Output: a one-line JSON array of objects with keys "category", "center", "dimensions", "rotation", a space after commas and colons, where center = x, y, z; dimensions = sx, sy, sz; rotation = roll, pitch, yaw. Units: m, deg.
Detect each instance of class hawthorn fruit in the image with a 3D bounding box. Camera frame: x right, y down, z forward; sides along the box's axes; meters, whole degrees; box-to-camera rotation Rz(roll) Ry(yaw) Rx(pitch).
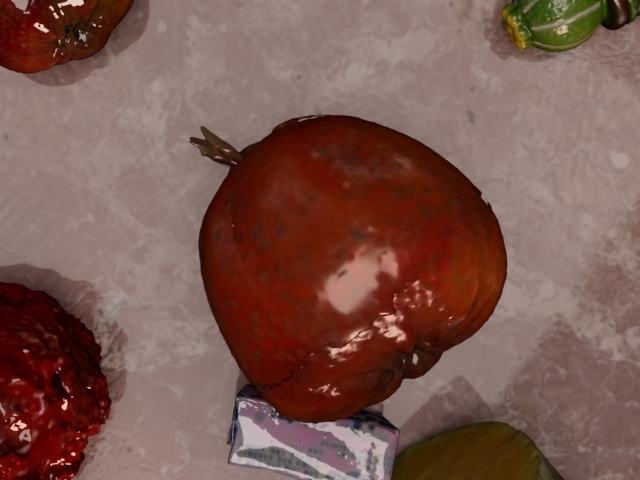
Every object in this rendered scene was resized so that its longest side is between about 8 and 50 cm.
[{"category": "hawthorn fruit", "center": [0.000, 0.000, 1.068], "dimensions": [0.276, 0.276, 0.307], "rotation": [-42, 82, 0]}, {"category": "hawthorn fruit", "center": [-0.272, -0.260, 1.101], "dimensions": [0.163, 0.162, 0.203], "rotation": [-34, 76, -1]}]

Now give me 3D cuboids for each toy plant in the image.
[{"category": "toy plant", "center": [0.253, -0.236, 1.143], "dimensions": [0.162, 0.093, 0.092], "rotation": [-27, 94, -1]}]

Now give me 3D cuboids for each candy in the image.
[{"category": "candy", "center": [-0.009, 0.190, 1.148], "dimensions": [0.160, 0.092, 0.073], "rotation": [13, 90, -3]}]

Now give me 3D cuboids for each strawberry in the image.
[{"category": "strawberry", "center": [-0.300, 0.165, 1.081], "dimensions": [0.220, 0.274, 0.274], "rotation": [0, 93, -40]}]

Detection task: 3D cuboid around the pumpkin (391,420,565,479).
[{"category": "pumpkin", "center": [0.125, 0.349, 1.062], "dimensions": [0.332, 0.332, 0.199], "rotation": [-43, 105, 0]}]
